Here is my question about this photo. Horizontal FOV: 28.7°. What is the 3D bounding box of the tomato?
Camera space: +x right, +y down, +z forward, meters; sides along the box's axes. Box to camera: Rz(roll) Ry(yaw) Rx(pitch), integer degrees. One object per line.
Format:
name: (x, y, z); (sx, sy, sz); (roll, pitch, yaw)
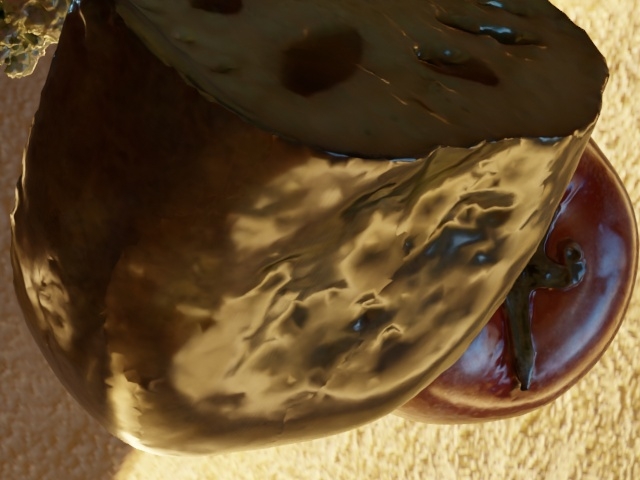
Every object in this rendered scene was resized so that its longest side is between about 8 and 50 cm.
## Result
tomato: (0.096, 0.007, 0.953); (0.270, 0.270, 0.227); (-42, -158, -15)

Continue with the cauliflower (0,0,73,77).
cauliflower: (-0.352, -0.265, 1.187); (0.256, 0.315, 0.238); (-30, -108, 37)

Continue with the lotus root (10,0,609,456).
lotus root: (-0.013, 0.011, 0.582); (0.267, 0.260, 0.149); (-15, -126, -47)
